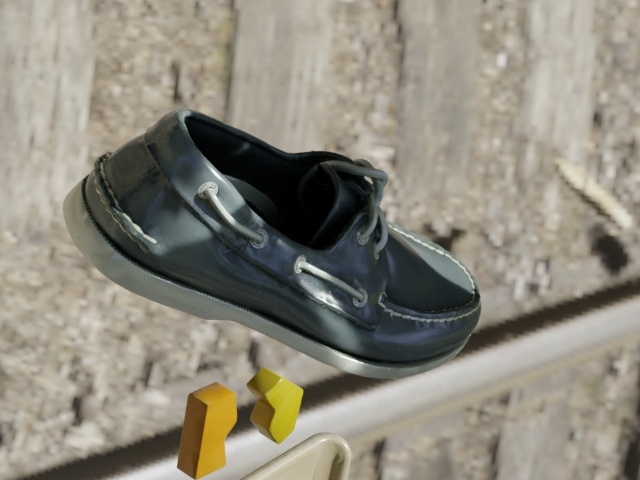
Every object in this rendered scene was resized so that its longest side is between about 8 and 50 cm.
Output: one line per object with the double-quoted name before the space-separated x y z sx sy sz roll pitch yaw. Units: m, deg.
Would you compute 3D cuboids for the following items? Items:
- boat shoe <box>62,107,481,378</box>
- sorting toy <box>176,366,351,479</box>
"boat shoe" 0.000 0.000 1.126 0.319 0.116 0.099 17 125 -41
"sorting toy" -0.069 0.218 1.374 0.229 0.041 0.307 -21 130 -48
